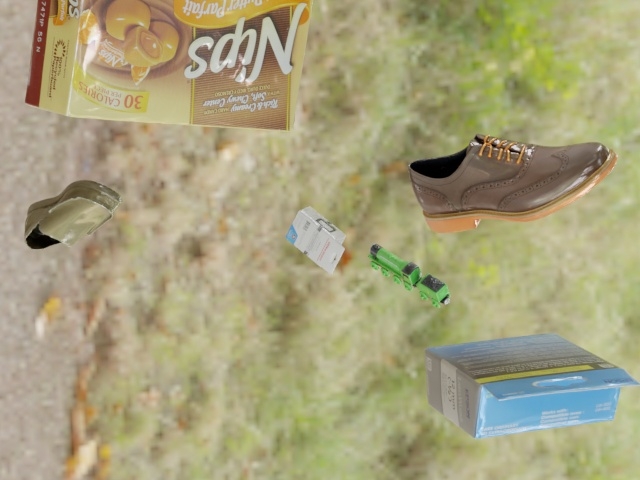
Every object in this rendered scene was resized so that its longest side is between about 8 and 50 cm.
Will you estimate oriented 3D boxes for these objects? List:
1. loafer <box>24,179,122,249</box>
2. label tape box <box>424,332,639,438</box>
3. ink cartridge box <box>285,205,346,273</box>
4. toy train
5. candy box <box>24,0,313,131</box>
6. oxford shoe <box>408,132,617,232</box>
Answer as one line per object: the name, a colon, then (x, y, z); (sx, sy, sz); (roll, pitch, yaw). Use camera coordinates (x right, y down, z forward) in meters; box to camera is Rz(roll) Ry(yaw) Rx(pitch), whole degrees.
loafer: (-0.256, -0.021, 1.608); (0.056, 0.148, 0.050); (29, 60, -30)
label tape box: (0.344, 0.250, 2.581); (0.348, 0.249, 0.115); (-146, -128, -71)
ink cartridge box: (0.000, 0.000, 2.053); (0.028, 0.083, 0.048); (-23, 147, -52)
toy train: (0.067, 0.026, 1.209); (0.017, 0.083, 0.023); (-43, 141, -19)
candy box: (-0.155, -0.219, 1.685); (0.316, 0.087, 0.183); (0, 104, -45)
oxford shoe: (0.304, -0.110, 2.549); (0.132, 0.364, 0.130); (59, 36, -24)
